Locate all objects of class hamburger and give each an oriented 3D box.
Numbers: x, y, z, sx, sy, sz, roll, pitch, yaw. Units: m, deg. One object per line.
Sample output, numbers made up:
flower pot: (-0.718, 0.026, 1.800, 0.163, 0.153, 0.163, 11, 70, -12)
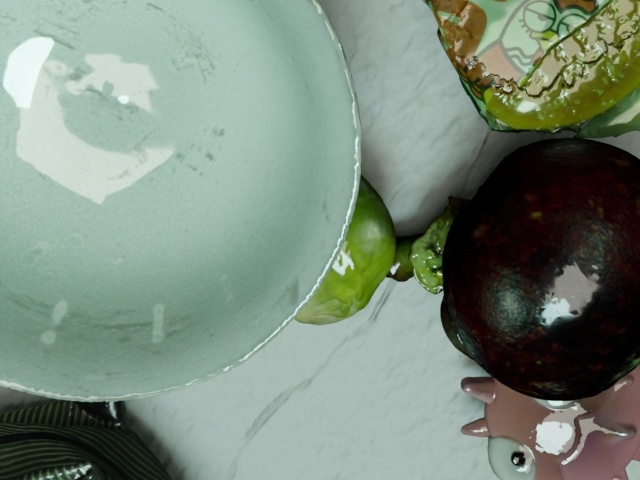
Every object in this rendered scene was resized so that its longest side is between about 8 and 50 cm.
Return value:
hamburger: (0.216, -0.171, 0.878, 0.214, 0.125, 0.235, -25, 96, 20)

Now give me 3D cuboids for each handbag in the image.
handbag: (-0.244, 0.320, 1.012, 0.240, 0.247, 0.341, -28, 103, 9)

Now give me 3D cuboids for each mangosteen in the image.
mangosteen: (0.174, 0.019, 0.911, 0.289, 0.231, 0.231, 10, 115, 28)

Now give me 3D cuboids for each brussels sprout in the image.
brussels sprout: (0.003, -0.002, 0.951, 0.155, 0.117, 0.155, 17, 128, 23)

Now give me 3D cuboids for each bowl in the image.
bowl: (-0.185, -0.100, 0.866, 0.434, 0.196, 0.435, 0, 111, 0)

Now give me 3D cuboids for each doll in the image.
doll: (0.247, 0.156, 1.026, 0.211, 0.093, 0.262, 22, 98, 3)
